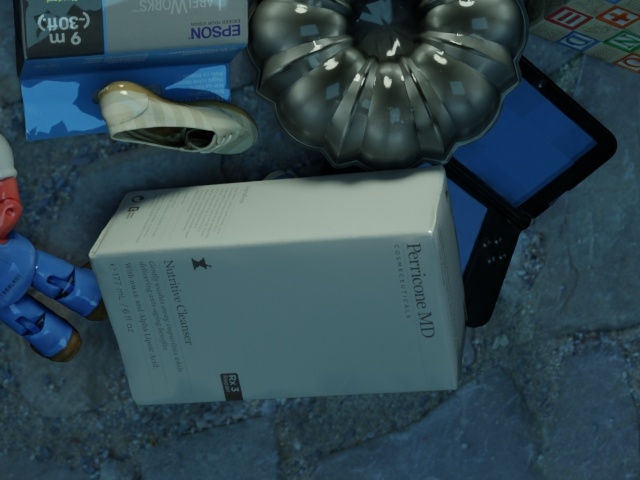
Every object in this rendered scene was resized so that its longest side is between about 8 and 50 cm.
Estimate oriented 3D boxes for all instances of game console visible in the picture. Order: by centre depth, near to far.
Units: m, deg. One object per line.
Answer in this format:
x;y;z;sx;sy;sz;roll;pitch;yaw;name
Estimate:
0.175;-0.078;1.888;0.293;0.173;0.250;36;60;-25;game console

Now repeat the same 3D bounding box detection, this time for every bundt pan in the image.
0.073;-0.238;1.761;0.330;0.124;0.331;0;89;1;bundt pan

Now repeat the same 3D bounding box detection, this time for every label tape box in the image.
-0.208;-0.275;1.737;0.249;0.115;0.348;-6;109;-15;label tape box

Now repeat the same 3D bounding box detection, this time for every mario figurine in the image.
-0.388;0.000;1.800;0.320;0.170;0.198;39;58;-36;mario figurine

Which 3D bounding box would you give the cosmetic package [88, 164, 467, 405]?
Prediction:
-0.036;0.053;1.796;0.385;0.156;0.217;-5;120;15;cosmetic package

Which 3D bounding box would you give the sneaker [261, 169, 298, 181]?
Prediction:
0.000;0.000;1.921;0.071;0.083;0.191;-45;117;0;sneaker

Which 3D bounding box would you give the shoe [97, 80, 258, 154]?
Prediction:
-0.158;-0.124;1.803;0.219;0.058;0.076;11;142;-41;shoe

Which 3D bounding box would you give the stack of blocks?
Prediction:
0.388;-0.300;1.816;0.171;0.297;0.087;17;70;-21;stack of blocks
